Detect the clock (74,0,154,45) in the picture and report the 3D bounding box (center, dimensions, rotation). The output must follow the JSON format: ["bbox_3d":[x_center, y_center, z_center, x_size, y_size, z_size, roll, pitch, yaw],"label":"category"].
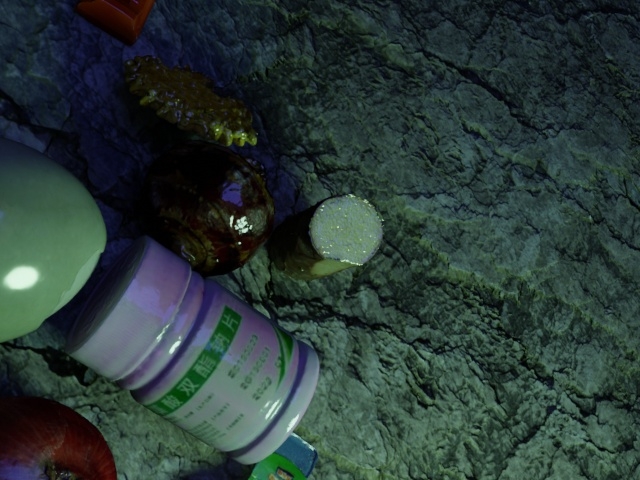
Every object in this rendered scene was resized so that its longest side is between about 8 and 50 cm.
[{"bbox_3d":[-0.336,-0.428,1.627,0.113,0.061,0.155,30,55,-23],"label":"clock"}]

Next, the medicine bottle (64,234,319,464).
[{"bbox_3d":[-0.184,0.165,1.407,0.325,0.212,0.212,38,54,-19],"label":"medicine bottle"}]

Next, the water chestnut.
[{"bbox_3d":[-0.167,-0.064,1.505,0.238,0.224,0.223,-39,97,-26],"label":"water chestnut"}]

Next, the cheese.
[{"bbox_3d":[-0.094,0.433,1.448,0.204,0.083,0.320,39,55,-18],"label":"cheese"}]

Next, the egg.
[{"bbox_3d":[-0.445,0.000,1.240,0.336,0.278,0.278,6,69,-34],"label":"egg"}]

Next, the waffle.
[{"bbox_3d":[-0.214,-0.233,1.573,0.232,0.051,0.228,20,25,-27],"label":"waffle"}]

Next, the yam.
[{"bbox_3d":[0.001,-0.002,1.601,0.129,0.238,0.128,43,68,-12],"label":"yam"}]

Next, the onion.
[{"bbox_3d":[-0.372,0.317,1.249,0.248,0.161,0.248,47,24,-28],"label":"onion"}]
